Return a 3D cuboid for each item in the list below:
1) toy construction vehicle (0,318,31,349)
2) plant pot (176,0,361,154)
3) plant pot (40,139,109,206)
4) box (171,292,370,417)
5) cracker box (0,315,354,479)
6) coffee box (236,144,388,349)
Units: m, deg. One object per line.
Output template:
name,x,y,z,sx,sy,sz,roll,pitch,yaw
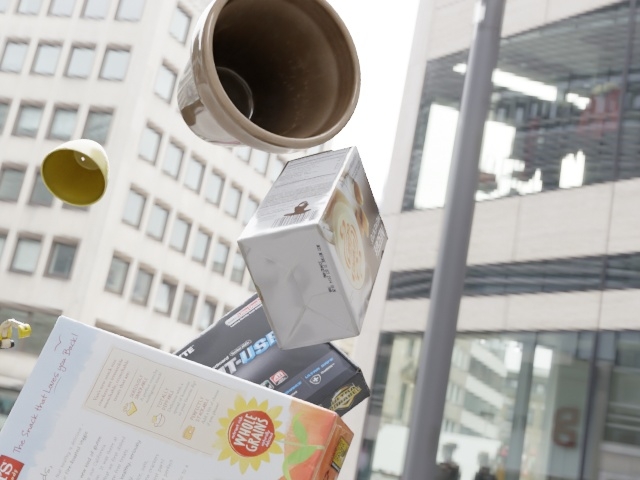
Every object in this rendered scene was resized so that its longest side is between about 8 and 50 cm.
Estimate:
toy construction vehicle,-0.405,0.116,1.097,0.098,0.035,0.086,-10,-4,39
plant pot,-0.105,-0.243,1.413,0.263,0.262,0.229,19,-18,-28
plant pot,-0.477,-0.149,1.851,0.134,0.095,0.134,6,-54,8
box,-0.119,0.237,1.500,0.293,0.296,0.073,40,-20,47
cracker box,-0.113,0.163,0.650,0.232,0.155,0.067,16,-19,20
coffee box,0.000,0.000,1.080,0.098,0.141,0.246,-13,21,17
